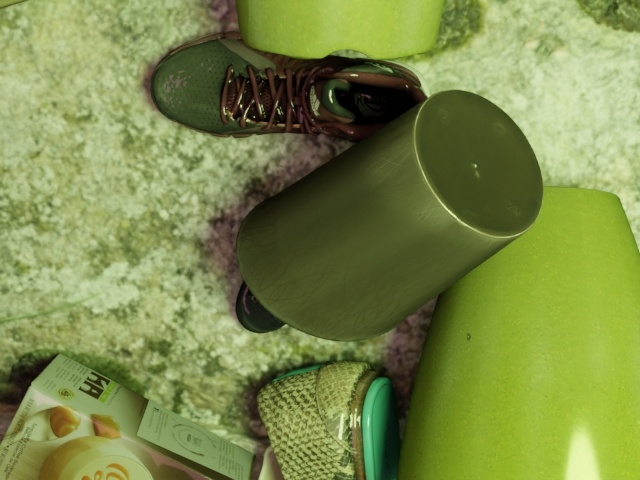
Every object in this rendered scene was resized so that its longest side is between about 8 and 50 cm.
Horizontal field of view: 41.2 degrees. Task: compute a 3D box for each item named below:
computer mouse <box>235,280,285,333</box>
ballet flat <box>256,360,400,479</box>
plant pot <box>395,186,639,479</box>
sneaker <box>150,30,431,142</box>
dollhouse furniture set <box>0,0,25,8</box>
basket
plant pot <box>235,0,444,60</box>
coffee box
[{"bbox_3d":[0.000,0.000,0.891,0.071,0.041,0.242,44,92,-16],"label":"computer mouse"},{"bbox_3d":[0.026,0.365,0.917,0.181,0.164,0.483,-10,96,24],"label":"ballet flat"},{"bbox_3d":[0.211,0.103,0.814,0.274,0.275,0.294,2,85,0],"label":"plant pot"},{"bbox_3d":[-0.029,-0.142,0.793,0.281,0.162,0.107,2,101,0],"label":"sneaker"},{"bbox_3d":[-0.277,-0.409,0.636,0.362,0.256,0.394,-22,96,-13],"label":"dollhouse furniture set"},{"bbox_3d":[0.065,-0.019,0.733,0.204,0.227,0.154,8,64,-28],"label":"basket"},{"bbox_3d":[0.020,-0.296,0.734,0.275,0.276,0.254,1,113,0],"label":"plant pot"},{"bbox_3d":[-0.210,0.248,0.904,0.246,0.098,0.141,28,100,-5],"label":"coffee box"}]
